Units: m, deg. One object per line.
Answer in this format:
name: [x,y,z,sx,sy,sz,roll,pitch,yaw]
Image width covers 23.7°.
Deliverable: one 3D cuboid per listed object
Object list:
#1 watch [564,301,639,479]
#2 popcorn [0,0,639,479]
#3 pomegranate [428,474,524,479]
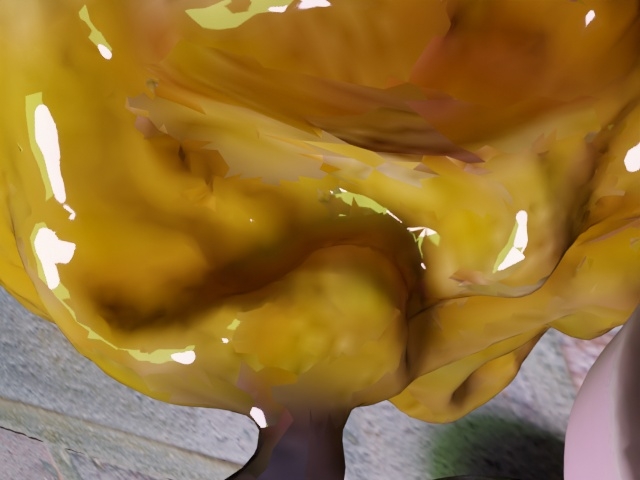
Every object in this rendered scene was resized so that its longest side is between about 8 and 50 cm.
watch: [0.184,0.065,0.351,0.196,0.244,0.231,36,136,-6]
popcorn: [-0.004,-0.055,0.475,0.297,0.280,0.316,9,154,-17]
pomegranate: [0.099,0.194,0.724,0.210,0.180,0.180,-9,118,21]
